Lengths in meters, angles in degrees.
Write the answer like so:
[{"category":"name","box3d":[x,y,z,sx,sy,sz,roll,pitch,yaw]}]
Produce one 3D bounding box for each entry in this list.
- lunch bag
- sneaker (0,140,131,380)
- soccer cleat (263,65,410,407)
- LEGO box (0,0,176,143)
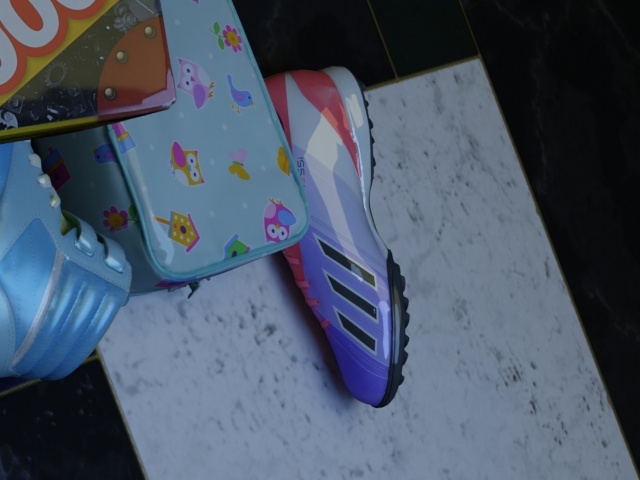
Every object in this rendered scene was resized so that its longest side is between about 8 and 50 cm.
[{"category":"lunch bag","box3d":[-0.132,-0.091,1.621,0.224,0.108,0.279,-18,89,-50]},{"category":"sneaker","box3d":[-0.239,-0.038,1.480,0.208,0.127,0.319,13,75,-40]},{"category":"soccer cleat","box3d":[0.000,0.000,1.743,0.116,0.108,0.318,-7,83,-23]},{"category":"LEGO box","box3d":[-0.378,-0.221,1.199,0.500,0.193,0.373,-12,94,-28]}]
